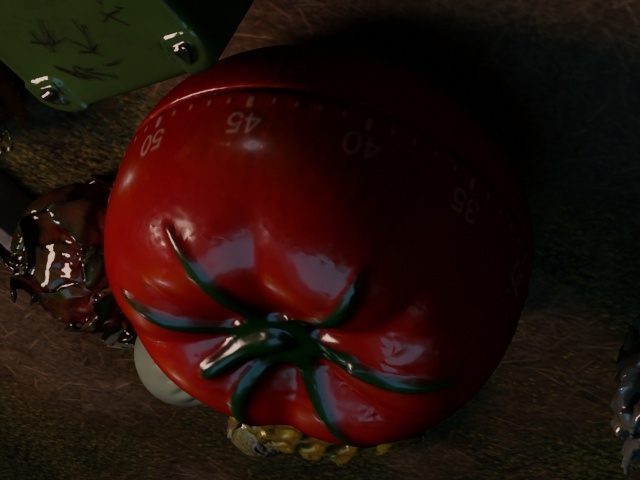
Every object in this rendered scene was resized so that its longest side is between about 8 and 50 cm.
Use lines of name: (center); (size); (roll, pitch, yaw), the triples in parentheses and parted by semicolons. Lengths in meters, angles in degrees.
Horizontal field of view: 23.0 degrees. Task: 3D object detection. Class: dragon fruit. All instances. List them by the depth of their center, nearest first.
dragon fruit: (-0.232, 0.018, 1.660); (0.188, 0.182, 0.182); (23, 152, -32)

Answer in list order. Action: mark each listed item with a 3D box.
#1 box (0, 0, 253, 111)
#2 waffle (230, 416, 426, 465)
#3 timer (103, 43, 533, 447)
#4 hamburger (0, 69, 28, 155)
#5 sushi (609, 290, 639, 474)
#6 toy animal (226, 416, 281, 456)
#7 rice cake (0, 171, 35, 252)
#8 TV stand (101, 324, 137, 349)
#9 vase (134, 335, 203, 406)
box: (-0.198, -0.256, 1.197); (0.253, 0.178, 0.329); (-14, 136, 40)
waffle: (0.043, 0.197, 1.834); (0.291, 0.051, 0.291); (-4, 150, -2)
timer: (0.000, 0.000, 1.394); (0.378, 0.279, 0.378); (15, 147, 10)
hamburger: (-0.399, -0.146, 1.537); (0.215, 0.122, 0.189); (38, 144, -20)
sushi: (0.460, 0.128, 1.442); (0.417, 0.176, 0.417); (8, 150, 5)
toy animal: (-0.062, 0.222, 1.949); (0.098, 0.098, 0.137); (27, 167, -13)
rice cake: (-0.388, -0.059, 1.721); (0.056, 0.072, 0.365); (-12, 139, 38)
TV stand: (-0.148, 0.127, 1.907); (0.249, 0.036, 0.042); (5, 148, 22)
vase: (-0.095, 0.104, 1.765); (0.248, 0.128, 0.128); (-24, 129, 37)
